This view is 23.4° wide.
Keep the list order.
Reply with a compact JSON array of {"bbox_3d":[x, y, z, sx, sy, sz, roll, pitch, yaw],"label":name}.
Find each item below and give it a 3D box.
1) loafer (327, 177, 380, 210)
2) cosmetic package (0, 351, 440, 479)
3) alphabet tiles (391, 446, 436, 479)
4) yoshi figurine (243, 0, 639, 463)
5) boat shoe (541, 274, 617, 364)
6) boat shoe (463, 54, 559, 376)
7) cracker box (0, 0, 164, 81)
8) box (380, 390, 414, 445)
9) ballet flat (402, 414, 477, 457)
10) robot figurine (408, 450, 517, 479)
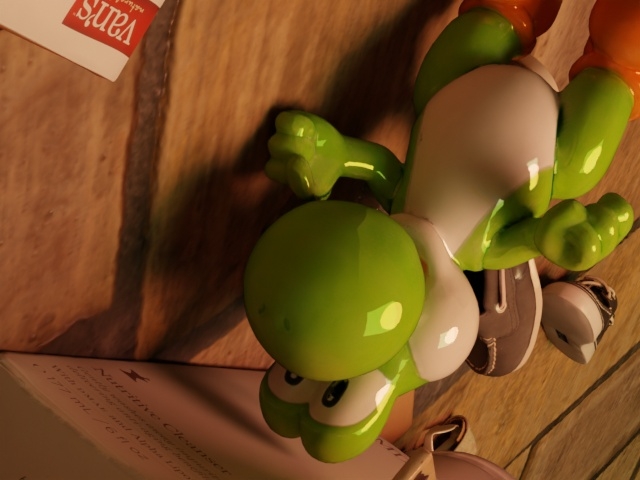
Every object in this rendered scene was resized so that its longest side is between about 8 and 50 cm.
[{"bbox_3d":[0.000,0.000,1.076,0.148,0.050,0.056,-68,159,-12],"label":"loafer"},{"bbox_3d":[-0.062,0.194,1.000,0.156,0.217,0.385,-60,158,9],"label":"cosmetic package"},{"bbox_3d":[-0.043,0.274,0.867,0.342,0.011,0.285,-47,154,-18],"label":"alphabet tiles"},{"bbox_3d":[0.074,-0.032,0.974,0.203,0.203,0.362,38,77,-23],"label":"yoshi figurine"},{"bbox_3d":[0.281,0.072,1.678,0.070,0.078,0.219,-52,164,-8],"label":"boat shoe"},{"bbox_3d":[0.117,-0.005,1.236,0.095,0.112,0.335,-24,139,-23],"label":"boat shoe"},{"bbox_3d":[-0.085,-0.195,0.637,0.232,0.067,0.156,-57,156,5],"label":"cracker box"},{"bbox_3d":[0.028,0.160,1.365,0.164,0.021,0.201,-43,154,-27],"label":"box"},{"bbox_3d":[0.103,0.226,1.574,0.168,0.057,0.052,-31,118,-51],"label":"ballet flat"},{"bbox_3d":[0.081,0.295,1.363,0.300,0.199,0.353,-21,171,28],"label":"robot figurine"}]
